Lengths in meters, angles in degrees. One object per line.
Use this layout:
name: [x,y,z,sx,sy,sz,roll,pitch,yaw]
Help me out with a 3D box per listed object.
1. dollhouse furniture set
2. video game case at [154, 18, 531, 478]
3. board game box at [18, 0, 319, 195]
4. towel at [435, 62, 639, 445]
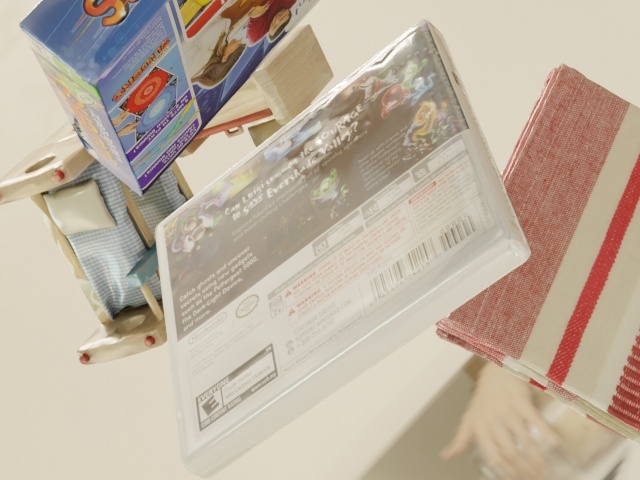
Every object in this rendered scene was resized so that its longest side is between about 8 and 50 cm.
dollhouse furniture set: [-0.078,-0.025,0.885,0.129,0.183,0.129,63,-149,-19]
video game case: [0.000,0.000,0.699,0.022,0.190,0.173,39,-156,-36]
board game box: [-0.021,-0.118,0.550,0.035,0.201,0.136,39,169,10]
towel: [0.263,0.045,1.022,0.329,0.237,0.037,30,154,-4]
